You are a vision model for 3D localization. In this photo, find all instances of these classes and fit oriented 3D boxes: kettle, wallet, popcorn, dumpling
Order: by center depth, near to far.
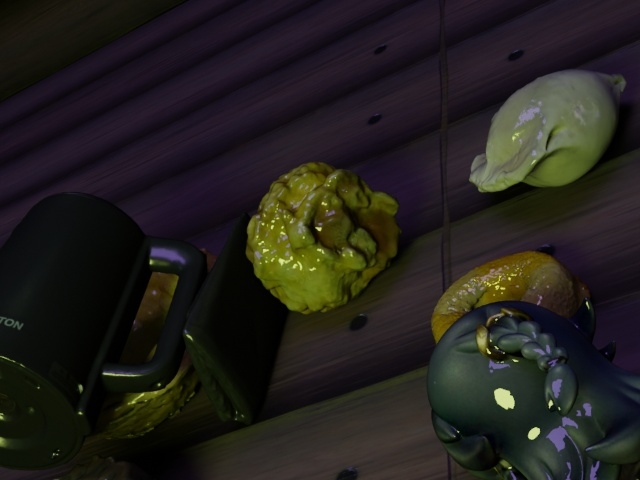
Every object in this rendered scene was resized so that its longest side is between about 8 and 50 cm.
[{"bbox_3d":[-0.308,0.088,1.232,0.262,0.203,0.308,-19,32,28],"label":"kettle"},{"bbox_3d":[0.280,-0.135,1.291,0.252,0.131,0.179,-44,5,-33],"label":"dumpling"},{"bbox_3d":[-0.102,0.095,1.295,0.052,0.168,0.245,-9,36,23],"label":"wallet"},{"bbox_3d":[0.002,-0.001,1.312,0.197,0.197,0.155,-48,33,-22],"label":"popcorn"}]

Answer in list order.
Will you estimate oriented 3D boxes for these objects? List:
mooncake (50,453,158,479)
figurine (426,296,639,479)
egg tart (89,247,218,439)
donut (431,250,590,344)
[{"bbox_3d":[-0.255,0.346,1.132,0.228,0.124,0.228,-27,31,18],"label":"mooncake"},{"bbox_3d":[0.208,0.153,0.907,0.175,0.197,0.265,-11,8,-38],"label":"figurine"},{"bbox_3d":[-0.254,0.155,1.394,0.345,0.132,0.345,-26,31,17],"label":"egg tart"},{"bbox_3d":[0.200,0.076,1.113,0.178,0.065,0.162,-31,29,9],"label":"donut"}]
